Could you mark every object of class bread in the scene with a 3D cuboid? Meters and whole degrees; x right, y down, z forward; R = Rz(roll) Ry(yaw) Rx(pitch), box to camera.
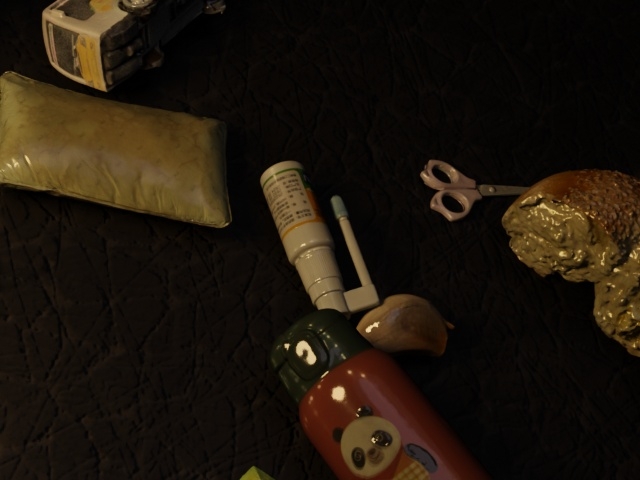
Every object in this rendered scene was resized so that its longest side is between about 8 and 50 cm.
[{"bbox_3d":[0.420,0.015,1.804,0.192,0.171,0.314,-35,76,-36],"label":"bread"}]

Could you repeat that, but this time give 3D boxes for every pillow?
[{"bbox_3d":[-0.254,-0.111,1.629,0.302,0.075,0.185,11,48,-19],"label":"pillow"}]

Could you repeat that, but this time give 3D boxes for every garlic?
[{"bbox_3d":[0.095,0.104,1.645,0.152,0.066,0.084,1,58,-28],"label":"garlic"}]

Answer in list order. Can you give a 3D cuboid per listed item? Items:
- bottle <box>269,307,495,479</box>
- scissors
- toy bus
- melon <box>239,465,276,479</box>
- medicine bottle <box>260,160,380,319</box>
[{"bbox_3d":[0.071,0.226,1.501,0.144,0.144,0.336,-25,67,-37],"label":"bottle"},{"bbox_3d":[0.227,-0.070,1.877,0.189,0.015,0.100,0,58,-29],"label":"scissors"},{"bbox_3d":[-0.225,-0.325,1.769,0.138,0.097,0.342,20,45,22],"label":"toy bus"},{"bbox_3d":[-0.085,0.326,1.364,0.064,0.118,0.209,37,59,-15],"label":"melon"},{"bbox_3d":[0.000,0.000,1.670,0.092,0.061,0.220,-18,62,-6],"label":"medicine bottle"}]
